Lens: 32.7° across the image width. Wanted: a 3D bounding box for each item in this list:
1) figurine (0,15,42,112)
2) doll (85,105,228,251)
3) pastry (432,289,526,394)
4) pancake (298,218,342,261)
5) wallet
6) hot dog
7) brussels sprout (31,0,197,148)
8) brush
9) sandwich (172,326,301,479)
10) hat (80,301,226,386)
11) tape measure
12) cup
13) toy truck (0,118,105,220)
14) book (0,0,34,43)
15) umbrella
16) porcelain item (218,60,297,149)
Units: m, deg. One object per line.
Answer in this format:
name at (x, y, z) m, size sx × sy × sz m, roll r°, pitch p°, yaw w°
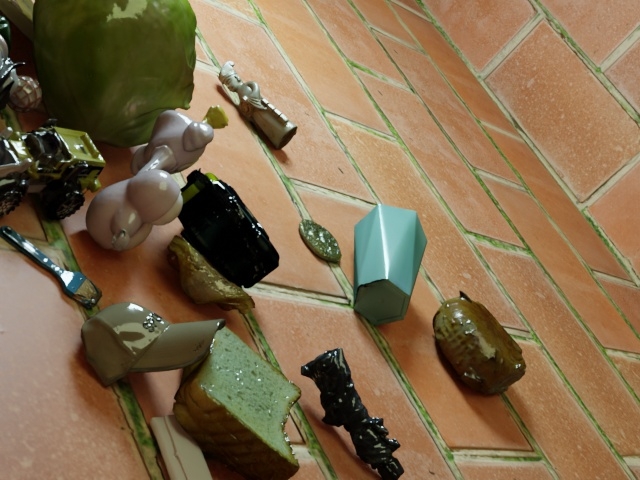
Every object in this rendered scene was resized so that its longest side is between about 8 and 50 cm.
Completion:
figurine at (-0.530, -0.275, 1.563) m, size 0.281 × 0.167 × 0.370 m, roll 41°, pitch 15°, yaw -26°
doll at (-0.249, -0.099, 1.652) m, size 0.094 × 0.160 × 0.365 m, roll 55°, pitch 30°, yaw -27°
pastry at (0.314, 0.210, 2.140) m, size 0.218 × 0.100 × 0.229 m, roll 43°, pitch 19°, yaw -10°
pancake at (0.000, 0.001, 2.097) m, size 0.108 × 0.017 × 0.108 m, roll 32°, pitch 29°, yaw -20°
wallet at (-0.173, 0.274, 1.372) m, size 0.061 × 0.025 × 0.122 m, roll 11°, pitch 39°, yaw -41°
hot dog at (-0.177, 0.067, 1.657) m, size 0.169 × 0.061 × 0.078 m, roll 42°, pitch -17°, yaw -13°
brussels sprout at (-0.339, -0.313, 1.773) m, size 0.247 × 0.328 × 0.328 m, roll 24°, pitch 20°, yaw 15°
brush at (-0.367, 0.033, 1.479) m, size 0.164 × 0.014 × 0.051 m, roll 38°, pitch 23°, yaw -10°
sandwich at (-0.109, 0.220, 1.478) m, size 0.186 × 0.065 × 0.214 m, roll 43°, pitch 17°, yaw -12°
hat at (-0.214, 0.112, 1.428) m, size 0.147 × 0.175 × 0.085 m, roll -69°, pitch 145°, yaw -70°
tape measure at (-0.160, -0.022, 1.733) m, size 0.199 × 0.112 × 0.186 m, roll 51°, pitch -2°, yaw 19°
cup at (0.127, 0.046, 2.076) m, size 0.235 × 0.134 × 0.148 m, roll -77°, pitch 146°, yaw -58°
toy truck at (-0.423, -0.107, 1.503) m, size 0.136 × 0.111 × 0.286 m, roll 54°, pitch 28°, yaw 18°
book at (-0.568, -0.474, 1.867) m, size 0.389 × 0.032 × 0.269 m, roll 53°, pitch 2°, yaw 21°
umbrella at (0.049, 0.274, 1.659) m, size 0.071 × 0.080 × 0.224 m, roll -33°, pitch 90°, yaw -44°
porcelain item at (-0.140, -0.289, 2.291) m, size 0.213 × 0.084 × 0.054 m, roll 47°, pitch 52°, yaw 9°
